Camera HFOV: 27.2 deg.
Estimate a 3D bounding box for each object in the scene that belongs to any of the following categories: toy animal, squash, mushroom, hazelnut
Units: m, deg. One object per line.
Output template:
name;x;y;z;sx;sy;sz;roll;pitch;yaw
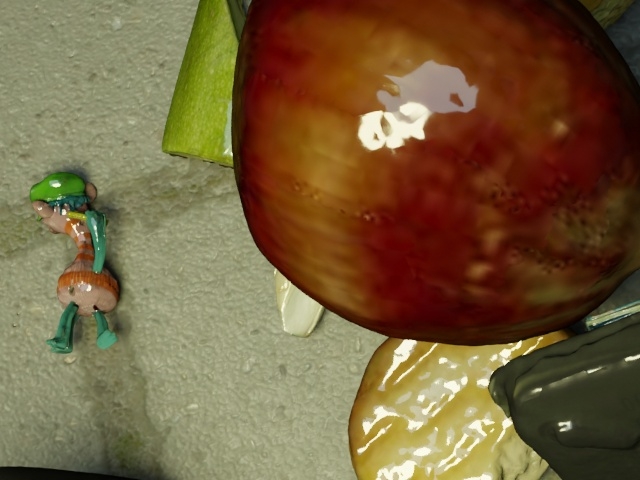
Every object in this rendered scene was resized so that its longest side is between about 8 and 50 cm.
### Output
toy animal;-0.269;0.023;1.474;0.103;0.100;0.208;-31;59;49
squash;-0.080;-0.204;1.451;0.169;0.093;0.252;14;88;17
mushroom;0.000;0.000;1.425;0.084;0.071;0.209;18;93;-16
hazelnut;0.112;-0.081;1.191;0.352;0.421;0.421;-38;74;-26

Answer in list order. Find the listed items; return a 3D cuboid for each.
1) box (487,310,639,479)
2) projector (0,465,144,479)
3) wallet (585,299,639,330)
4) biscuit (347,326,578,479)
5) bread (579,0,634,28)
box;0.366;0.150;1.156;0.359;0.350;0.091;-24;48;22
projector;-0.179;0.426;1.228;0.395;0.405;0.242;43;97;26
wallet;0.324;0.095;1.257;0.141;0.202;0.059;-21;72;12
biscuit;0.143;0.178;1.351;0.213;0.091;0.274;35;92;24
bread;0.321;-0.370;1.289;0.375;0.236;0.165;-46;74;7
